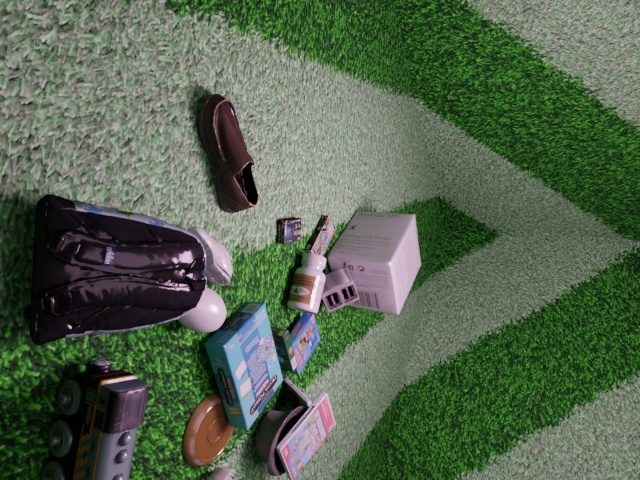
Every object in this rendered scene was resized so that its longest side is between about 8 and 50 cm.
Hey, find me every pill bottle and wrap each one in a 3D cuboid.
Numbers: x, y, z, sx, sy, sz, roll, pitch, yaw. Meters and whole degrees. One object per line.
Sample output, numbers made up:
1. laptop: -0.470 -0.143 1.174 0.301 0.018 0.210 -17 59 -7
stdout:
1. pill bottle: -0.049 0.174 1.775 0.131 0.131 0.230 37 63 -58

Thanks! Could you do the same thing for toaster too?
1. toaster: 0.076 0.220 1.964 0.110 0.167 0.186 -119 -173 -50

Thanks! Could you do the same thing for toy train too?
1. toy train: -0.491 0.440 0.954 0.142 0.190 0.335 19 79 -60

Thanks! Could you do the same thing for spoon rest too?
1. spoon rest: -0.332 0.850 1.466 0.137 0.084 0.277 -46 147 -47

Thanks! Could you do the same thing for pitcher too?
1. pitcher: -0.361 0.156 1.230 0.207 0.125 0.178 44 41 -42

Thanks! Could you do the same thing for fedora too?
1. fedora: -0.166 0.759 1.682 0.243 0.124 0.276 -28 125 -55

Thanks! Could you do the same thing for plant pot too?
1. plant pot: -0.351 0.618 1.414 0.236 0.032 0.237 -21 114 -60

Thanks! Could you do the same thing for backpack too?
1. backpack: -0.428 0.063 0.960 0.355 0.273 0.291 2 90 -35

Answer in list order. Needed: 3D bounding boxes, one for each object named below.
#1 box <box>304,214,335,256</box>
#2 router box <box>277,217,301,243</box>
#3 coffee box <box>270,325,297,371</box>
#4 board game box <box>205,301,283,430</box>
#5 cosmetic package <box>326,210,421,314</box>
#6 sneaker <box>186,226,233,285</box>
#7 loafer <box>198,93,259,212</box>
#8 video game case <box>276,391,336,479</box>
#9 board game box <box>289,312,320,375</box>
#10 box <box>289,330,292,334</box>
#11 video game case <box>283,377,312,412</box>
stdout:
1. box: 0.000 0.000 1.930 0.207 0.036 0.114 -64 146 -32
2. router box: -0.122 -0.039 1.697 0.122 0.038 0.092 -16 110 -60
3. coffee box: -0.156 0.410 1.646 0.040 0.113 0.184 -47 133 -46
4. board game box: -0.249 0.419 1.476 0.254 0.079 0.337 -45 131 -56
5. cosmetic package: 0.279 0.099 2.157 0.394 0.329 0.328 -54 139 -43
6. sneaker: -0.332 0.034 1.297 0.235 0.089 0.095 71 24 -44
7. loafer: -0.255 -0.258 1.313 0.134 0.130 0.366 -46 134 -48
8. video game case: -0.048 0.759 1.689 0.285 0.025 0.204 -40 130 -37
9. board game box: -0.077 0.425 1.804 0.210 0.047 0.160 -52 139 -46
10. box: -0.117 0.434 1.813 0.081 0.028 0.136 -4 96 -61
11. video game case: -0.079 0.679 1.785 0.022 0.173 0.191 -29 124 -28
